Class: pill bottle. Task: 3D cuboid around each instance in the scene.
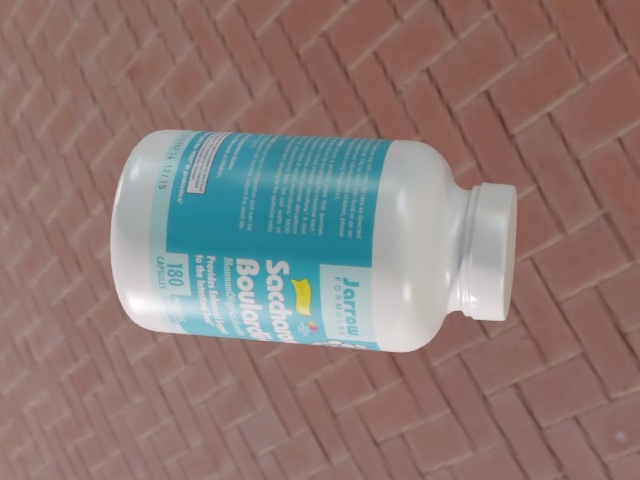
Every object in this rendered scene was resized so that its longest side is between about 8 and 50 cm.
[{"bbox_3d":[0.000,0.000,0.840,0.264,0.146,0.146,3,115,14],"label":"pill bottle"}]
